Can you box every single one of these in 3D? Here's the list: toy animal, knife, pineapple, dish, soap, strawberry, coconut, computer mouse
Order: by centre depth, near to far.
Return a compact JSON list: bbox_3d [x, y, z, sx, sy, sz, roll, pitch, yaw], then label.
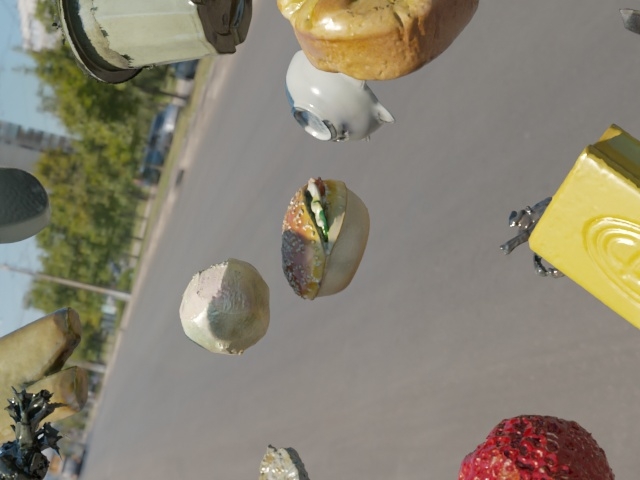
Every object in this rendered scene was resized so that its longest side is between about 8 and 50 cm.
[{"bbox_3d":[0.447,0.024,1.267,0.096,0.324,0.204,-37,-23,-39],"label":"soap"},{"bbox_3d":[-0.436,0.340,1.443,0.125,0.125,0.251,178,102,-80],"label":"pineapple"},{"bbox_3d":[0.366,0.417,1.566,0.277,0.257,0.257,-125,49,-61],"label":"strawberry"},{"bbox_3d":[-0.540,-0.051,1.585,0.079,0.230,0.128,-48,66,35],"label":"computer mouse"},{"bbox_3d":[0.410,-0.016,1.687,0.232,0.084,0.148,3,56,49],"label":"toy animal"},{"bbox_3d":[0.018,-0.231,1.751,0.086,0.228,0.236,-52,-15,-16],"label":"dish"},{"bbox_3d":[0.648,-0.383,1.825,0.230,0.028,0.060,39,134,36],"label":"knife"},{"bbox_3d":[-0.186,0.138,1.923,0.194,0.194,0.194,-166,90,-80],"label":"coconut"}]

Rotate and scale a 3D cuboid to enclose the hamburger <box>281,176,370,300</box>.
[{"bbox_3d":[-0.001,-0.001,1.797,0.237,0.147,0.237,-166,90,-74],"label":"hamburger"}]

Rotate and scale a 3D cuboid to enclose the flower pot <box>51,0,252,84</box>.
[{"bbox_3d":[-0.270,-0.402,1.658,0.290,0.259,0.291,6,-90,-65],"label":"flower pot"}]

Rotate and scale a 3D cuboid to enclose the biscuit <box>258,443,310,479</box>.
[{"bbox_3d":[-0.052,0.512,1.836,0.141,0.038,0.290,-51,46,15],"label":"biscuit"}]

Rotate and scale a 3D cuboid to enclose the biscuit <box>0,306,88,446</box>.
[{"bbox_3d":[-0.584,0.271,1.895,0.062,0.290,0.237,51,-162,-50],"label":"biscuit"}]

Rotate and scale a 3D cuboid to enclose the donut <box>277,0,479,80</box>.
[{"bbox_3d":[0.097,-0.373,1.475,0.299,0.317,0.150,-122,9,-51],"label":"donut"}]
